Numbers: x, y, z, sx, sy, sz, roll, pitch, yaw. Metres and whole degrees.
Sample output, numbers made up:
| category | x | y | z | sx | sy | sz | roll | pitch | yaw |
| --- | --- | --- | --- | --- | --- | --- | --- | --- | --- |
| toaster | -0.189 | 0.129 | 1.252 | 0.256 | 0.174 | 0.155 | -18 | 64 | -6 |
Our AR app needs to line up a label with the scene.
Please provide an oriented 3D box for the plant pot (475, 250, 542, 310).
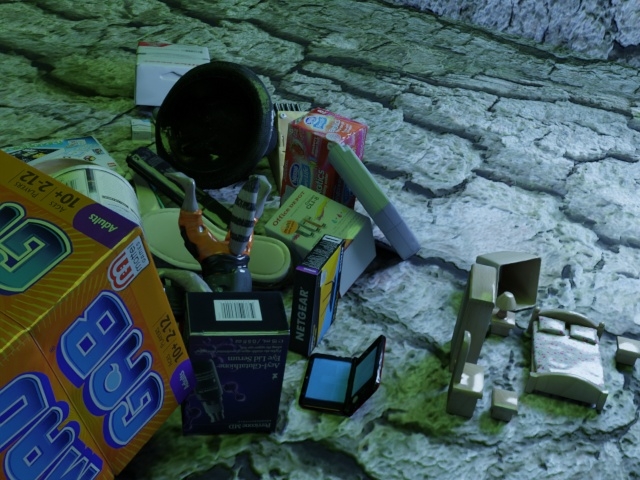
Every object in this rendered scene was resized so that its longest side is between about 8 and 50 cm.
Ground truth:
| category | x | y | z | sx | sy | sz | roll | pitch | yaw |
| --- | --- | --- | --- | --- | --- | --- | --- | --- | --- |
| plant pot | 0.369 | 0.074 | 1.779 | 0.109 | 0.109 | 0.096 | -9 | 24 | -26 |

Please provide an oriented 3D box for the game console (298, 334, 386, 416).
| category | x | y | z | sx | sy | sz | roll | pitch | yaw |
| --- | --- | --- | --- | --- | --- | --- | --- | --- | --- |
| game console | 0.040 | 0.218 | 1.484 | 0.085 | 0.124 | 0.144 | 33 | 31 | -11 |

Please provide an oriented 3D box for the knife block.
| category | x | y | z | sx | sy | sz | roll | pitch | yaw |
| --- | --- | --- | --- | --- | --- | --- | --- | --- | --- |
| knife block | -0.082 | -0.217 | 2.168 | 0.088 | 0.242 | 0.276 | -1 | 78 | -13 |

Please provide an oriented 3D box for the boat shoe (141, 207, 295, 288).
| category | x | y | z | sx | sy | sz | roll | pitch | yaw |
| --- | --- | --- | --- | --- | --- | --- | --- | --- | --- |
| boat shoe | -0.205 | 0.022 | 1.723 | 0.324 | 0.097 | 0.117 | 13 | 72 | 14 |

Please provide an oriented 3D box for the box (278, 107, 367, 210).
| category | x | y | z | sx | sy | sz | roll | pitch | yaw |
| --- | --- | --- | --- | --- | --- | --- | --- | --- | --- |
| box | 0.002 | -0.135 | 1.870 | 0.128 | 0.257 | 0.122 | 24 | 36 | 24 |

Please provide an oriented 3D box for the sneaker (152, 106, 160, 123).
| category | x | y | z | sx | sy | sz | roll | pitch | yaw |
| --- | --- | --- | --- | --- | --- | --- | --- | --- | --- |
| sneaker | -0.368 | -0.315 | 2.238 | 0.166 | 0.076 | 0.065 | 32 | 38 | 33 |

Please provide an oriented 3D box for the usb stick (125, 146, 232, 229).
| category | x | y | z | sx | sy | sz | roll | pitch | yaw |
| --- | --- | --- | --- | --- | --- | --- | --- | --- | --- |
| usb stick | -0.290 | -0.101 | 1.861 | 0.278 | 0.045 | 0.077 | 38 | 35 | 6 |

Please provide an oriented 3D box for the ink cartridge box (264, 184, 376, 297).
| category | x | y | z | sx | sy | sz | roll | pitch | yaw |
| --- | --- | --- | --- | --- | --- | --- | --- | --- | --- |
| ink cartridge box | 0.000 | 0.000 | 1.743 | 0.176 | 0.127 | 0.128 | 26 | 62 | 27 |

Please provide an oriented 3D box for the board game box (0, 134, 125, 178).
| category | x | y | z | sx | sy | sz | roll | pitch | yaw |
| --- | --- | --- | --- | --- | --- | --- | --- | --- | --- |
| board game box | -0.610 | -0.149 | 1.935 | 0.305 | 0.053 | 0.193 | -13 | 39 | -31 |

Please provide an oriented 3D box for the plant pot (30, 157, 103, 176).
| category | x | y | z | sx | sy | sz | roll | pitch | yaw |
| --- | --- | --- | --- | --- | --- | --- | --- | --- | --- |
| plant pot | -0.519 | -0.074 | 1.804 | 0.236 | 0.032 | 0.236 | 7 | 50 | -8 |

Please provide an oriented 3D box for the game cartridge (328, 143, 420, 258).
| category | x | y | z | sx | sy | sz | roll | pitch | yaw |
| --- | --- | --- | --- | --- | --- | --- | --- | --- | --- |
| game cartridge | 0.119 | -0.065 | 1.779 | 0.062 | 0.297 | 0.198 | -33 | 65 | 5 |

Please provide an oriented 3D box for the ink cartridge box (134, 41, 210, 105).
| category | x | y | z | sx | sy | sz | roll | pitch | yaw |
| --- | --- | --- | --- | --- | --- | --- | --- | --- | --- |
| ink cartridge box | -0.401 | -0.449 | 2.377 | 0.196 | 0.114 | 0.273 | 2 | 23 | -10 |

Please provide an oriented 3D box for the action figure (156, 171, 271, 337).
| category | x | y | z | sx | sy | sz | roll | pitch | yaw |
| --- | --- | --- | --- | --- | --- | --- | --- | --- | --- |
| action figure | -0.195 | 0.053 | 1.459 | 0.178 | 0.330 | 0.341 | 3 | 4 | 34 |

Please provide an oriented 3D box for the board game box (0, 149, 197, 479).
| category | x | y | z | sx | sy | sz | roll | pitch | yaw |
| --- | --- | --- | --- | --- | --- | --- | --- | --- | --- |
| board game box | -0.435 | 0.139 | 1.136 | 0.356 | 0.356 | 0.356 | 26 | 57 | 26 |

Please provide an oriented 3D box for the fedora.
| category | x | y | z | sx | sy | sz | roll | pitch | yaw |
| --- | --- | --- | --- | --- | --- | --- | --- | --- | --- |
| fedora | -0.222 | -0.256 | 2.055 | 0.334 | 0.334 | 0.152 | 29 | 7 | 29 |

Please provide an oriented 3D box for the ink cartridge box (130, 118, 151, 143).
| category | x | y | z | sx | sy | sz | roll | pitch | yaw |
| --- | --- | --- | --- | --- | --- | --- | --- | --- | --- |
| ink cartridge box | -0.448 | -0.273 | 2.196 | 0.048 | 0.028 | 0.083 | -1 | 34 | -15 |

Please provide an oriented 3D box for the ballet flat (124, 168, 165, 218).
| category | x | y | z | sx | sy | sz | roll | pitch | yaw |
| --- | --- | --- | --- | --- | --- | --- | --- | --- | --- |
| ballet flat | -0.391 | -0.104 | 1.902 | 0.086 | 0.086 | 0.248 | -4 | 35 | -20 |

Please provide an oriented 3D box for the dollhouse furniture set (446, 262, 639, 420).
| category | x | y | z | sx | sy | sz | roll | pitch | yaw |
| --- | --- | --- | --- | --- | --- | --- | --- | --- | --- |
| dollhouse furniture set | 0.418 | 0.185 | 1.542 | 0.355 | 0.174 | 0.303 | 12 | 32 | 6 |

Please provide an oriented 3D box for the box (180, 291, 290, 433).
| category | x | y | z | sx | sy | sz | roll | pitch | yaw |
| --- | --- | --- | --- | --- | --- | --- | --- | --- | --- |
| box | -0.138 | 0.190 | 1.363 | 0.153 | 0.207 | 0.108 | 0 | 33 | -12 |

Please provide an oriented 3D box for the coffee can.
| category | x | y | z | sx | sy | sz | roll | pitch | yaw |
| --- | --- | --- | --- | --- | --- | --- | --- | --- | --- |
| coffee can | -0.411 | 0.015 | 1.582 | 0.201 | 0.202 | 0.275 | -3 | 33 | -18 |

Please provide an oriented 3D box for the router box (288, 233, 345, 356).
| category | x | y | z | sx | sy | sz | roll | pitch | yaw |
| --- | --- | --- | --- | --- | --- | --- | --- | --- | --- |
| router box | -0.007 | 0.097 | 1.571 | 0.046 | 0.179 | 0.133 | 17 | 33 | 17 |
